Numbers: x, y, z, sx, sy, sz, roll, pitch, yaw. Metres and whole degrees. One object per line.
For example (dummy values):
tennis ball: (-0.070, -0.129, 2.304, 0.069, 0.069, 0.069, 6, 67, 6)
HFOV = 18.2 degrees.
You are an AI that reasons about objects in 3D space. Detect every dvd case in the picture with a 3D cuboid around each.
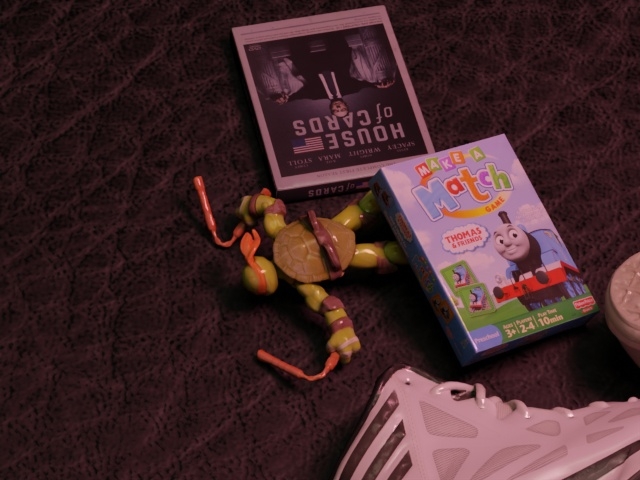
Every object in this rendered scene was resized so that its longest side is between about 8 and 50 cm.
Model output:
dvd case: (0.013, -0.150, 2.158, 0.179, 0.029, 0.238, -10, 53, -10)

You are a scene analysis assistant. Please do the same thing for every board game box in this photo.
board game box: (0.162, 0.006, 1.986, 0.160, 0.039, 0.211, -17, 70, -31)

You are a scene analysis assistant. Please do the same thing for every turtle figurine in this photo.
turtle figurine: (0.000, 0.000, 2.003, 0.217, 0.087, 0.269, -21, 57, -19)

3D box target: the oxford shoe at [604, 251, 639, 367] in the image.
oxford shoe: (0.494, 0.034, 1.955, 0.449, 0.130, 0.169, -17, 46, -4)

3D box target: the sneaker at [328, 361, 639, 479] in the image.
sneaker: (0.201, 0.168, 1.834, 0.447, 0.169, 0.257, -28, 60, -19)
